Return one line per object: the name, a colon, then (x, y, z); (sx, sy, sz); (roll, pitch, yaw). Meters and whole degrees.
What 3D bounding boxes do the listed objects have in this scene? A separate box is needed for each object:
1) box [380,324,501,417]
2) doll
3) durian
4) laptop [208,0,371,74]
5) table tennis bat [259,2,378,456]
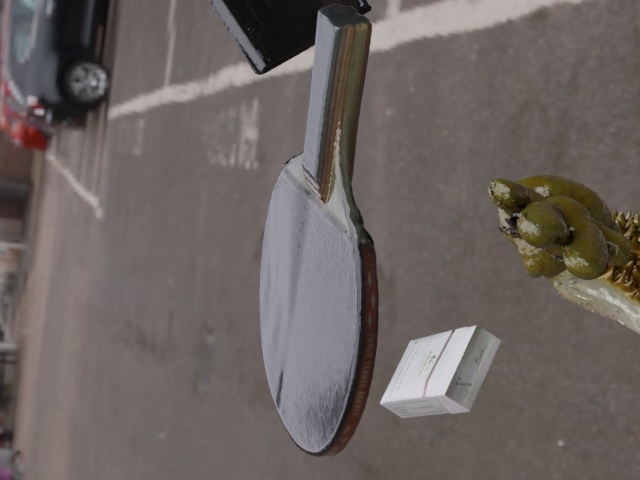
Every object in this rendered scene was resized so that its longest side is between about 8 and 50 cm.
box: (0.124, 0.139, 1.329); (0.084, 0.040, 0.154); (-59, 14, -20)
doll: (0.207, -0.003, 1.140); (0.209, 0.137, 0.097); (-43, -25, -74)
durian: (0.347, 0.038, 1.366); (0.183, 0.250, 0.138); (-7, -63, -59)
laptop: (-0.056, -0.267, 1.193); (0.197, 0.135, 0.016); (56, 165, 2)
table tennis bat: (0.000, 0.000, 0.598); (0.130, 0.019, 0.220); (-130, 42, -57)
